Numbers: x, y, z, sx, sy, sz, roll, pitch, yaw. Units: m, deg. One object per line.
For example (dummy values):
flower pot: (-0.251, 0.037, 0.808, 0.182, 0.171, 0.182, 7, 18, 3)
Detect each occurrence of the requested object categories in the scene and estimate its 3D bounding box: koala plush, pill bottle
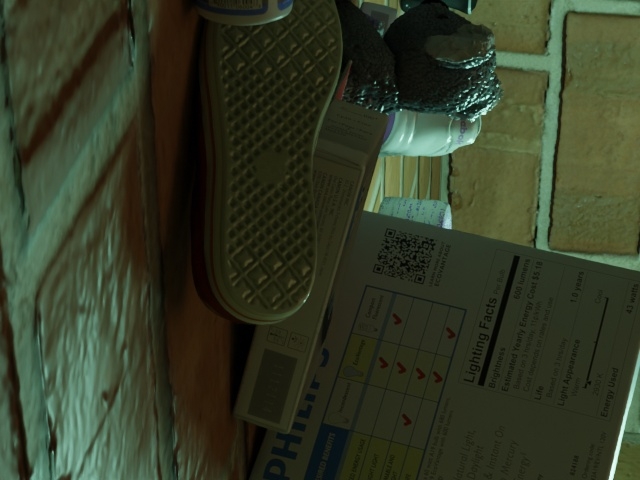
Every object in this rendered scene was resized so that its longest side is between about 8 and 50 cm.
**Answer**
koala plush: (0.087, -0.189, 1.785, 0.196, 0.221, 0.203, 75, 22, -69)
pill bottle: (-0.059, -0.239, 1.256, 0.078, 0.078, 0.137, -69, 163, -61)

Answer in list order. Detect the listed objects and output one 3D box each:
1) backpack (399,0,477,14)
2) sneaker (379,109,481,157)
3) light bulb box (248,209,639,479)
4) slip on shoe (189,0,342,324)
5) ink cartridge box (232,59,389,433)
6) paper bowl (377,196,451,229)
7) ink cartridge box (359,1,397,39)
backpack: (0.140, -0.424, 2.111, 0.253, 0.191, 0.225, -67, 161, -54)
sneaker: (0.129, -0.153, 2.238, 0.305, 0.152, 0.114, -129, -134, -79)
light bulb box: (0.152, 0.194, 1.833, 0.225, 0.361, 0.358, 79, 27, -62)
slip on shoe: (-0.054, -0.088, 1.345, 0.101, 0.123, 0.331, 151, -55, -60)
ink cartridge box: (0.000, 0.000, 1.637, 0.261, 0.066, 0.296, -65, 172, -64)
paper bowl: (0.090, 0.082, 2.230, 0.284, 0.148, 0.284, 5, 90, -82)
ink cartridge box: (0.041, -0.174, 2.149, 0.225, 0.056, 0.181, 119, -18, -62)
